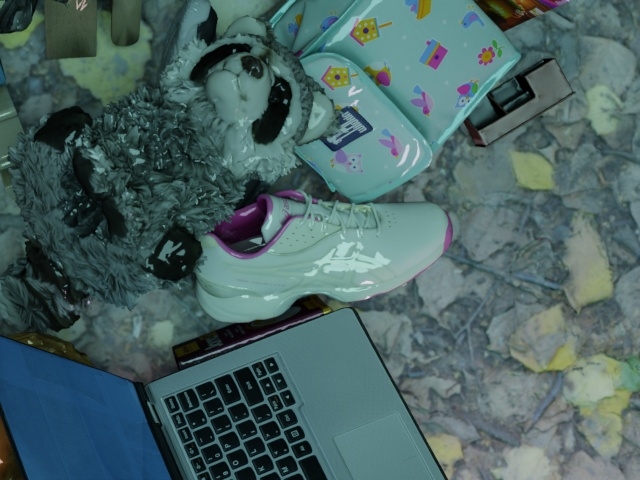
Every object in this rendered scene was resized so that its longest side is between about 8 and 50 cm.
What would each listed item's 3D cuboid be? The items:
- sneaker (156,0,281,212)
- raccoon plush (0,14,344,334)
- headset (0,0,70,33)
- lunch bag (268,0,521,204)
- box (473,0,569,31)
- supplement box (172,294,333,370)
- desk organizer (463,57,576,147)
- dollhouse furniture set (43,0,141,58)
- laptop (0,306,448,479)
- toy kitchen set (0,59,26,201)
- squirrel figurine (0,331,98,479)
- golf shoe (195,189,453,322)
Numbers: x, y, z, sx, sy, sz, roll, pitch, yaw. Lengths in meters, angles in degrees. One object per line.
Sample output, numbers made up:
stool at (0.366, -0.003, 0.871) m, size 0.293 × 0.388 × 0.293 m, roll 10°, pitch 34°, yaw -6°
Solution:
sneaker at (-0.112, -0.139, 1.822) m, size 0.153 × 0.101 × 0.269 m, roll 7°, pitch 100°, yaw -14°
raccoon plush at (-0.188, -0.082, 1.718) m, size 0.299 × 0.446 × 0.216 m, roll -39°, pitch 103°, yaw -34°
headset at (-0.252, -0.356, 1.635) m, size 0.243 × 0.185 × 0.394 m, roll 27°, pitch 48°, yaw -12°
lunch bag at (0.057, -0.194, 1.795) m, size 0.262 × 0.160 × 0.223 m, roll -48°, pitch 123°, yaw 0°
box at (0.136, -0.353, 1.782) m, size 0.293 × 0.201 × 0.057 m, roll 35°, pitch 75°, yaw -13°
supplement box at (-0.071, 0.137, 1.859) m, size 0.188 × 0.104 × 0.081 m, roll -20°, pitch 100°, yaw -8°
desk organizer at (0.235, -0.166, 1.907) m, size 0.130 × 0.047 × 0.050 m, roll -31°, pitch 100°, yaw -6°
dollhouse furniture set at (-0.247, -0.306, 1.807) m, size 0.144 × 0.123 × 0.151 m, roll -4°, pitch 63°, yaw -11°
laptop at (-0.078, 0.220, 1.579) m, size 0.408 × 0.382 × 0.236 m, roll -20°, pitch 146°, yaw -12°
toy kitchen set at (-0.305, -0.165, 1.788) m, size 0.166 × 0.122 × 0.207 m, roll -20°, pitch 121°, yaw -8°
squirrel figurine at (-0.371, 0.307, 1.722) m, size 0.397 × 0.281 × 0.370 m, roll -17°, pitch 89°, yaw -18°
golf shoe at (0.000, 0.000, 1.798) m, size 0.306 × 0.115 × 0.140 m, roll -15°, pitch 133°, yaw -4°
